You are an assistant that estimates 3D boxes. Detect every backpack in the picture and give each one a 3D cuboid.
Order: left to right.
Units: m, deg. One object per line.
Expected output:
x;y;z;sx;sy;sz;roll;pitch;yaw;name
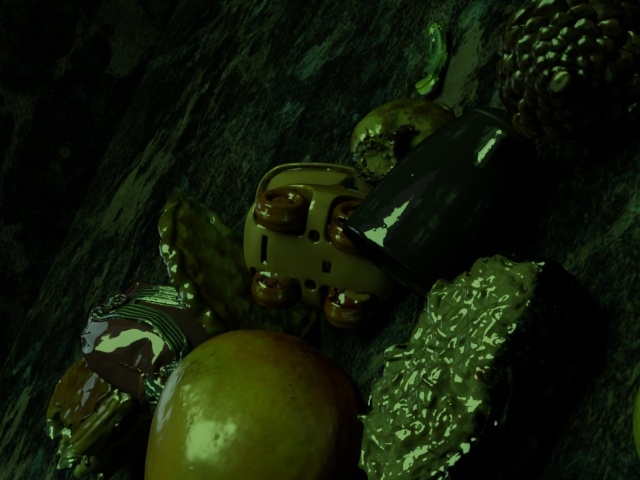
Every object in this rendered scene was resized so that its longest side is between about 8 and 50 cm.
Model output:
-0.273;0.174;2.126;0.317;0.197;0.283;20;49;24;backpack

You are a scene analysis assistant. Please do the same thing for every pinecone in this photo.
0.352;-0.249;1.626;0.224;0.224;0.272;-43;7;27;pinecone

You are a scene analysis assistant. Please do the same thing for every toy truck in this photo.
0.000;0.000;1.923;0.212;0.287;0.204;-54;-28;-59;toy truck

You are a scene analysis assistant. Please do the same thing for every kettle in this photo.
0.194;-0.061;1.738;0.290;0.207;0.268;-53;-4;-7;kettle

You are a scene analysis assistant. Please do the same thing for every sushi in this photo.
0.191;0.172;1.449;0.350;0.170;0.211;-56;26;4;sushi

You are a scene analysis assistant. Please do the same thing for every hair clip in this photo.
0.211;-0.335;2.214;0.060;0.033;0.188;-32;36;47;hair clip

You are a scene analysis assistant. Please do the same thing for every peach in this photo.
-0.099;0.306;1.671;0.372;0.290;0.373;-10;47;11;peach

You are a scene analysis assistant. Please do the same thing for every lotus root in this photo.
0.149;-0.150;1.912;0.314;0.169;0.141;-34;-33;-54;lotus root

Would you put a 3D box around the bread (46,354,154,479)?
-0.411;0.338;2.361;0.370;0.191;0.314;-48;29;30;bread

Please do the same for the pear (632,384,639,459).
0.376;0.162;1.075;0.197;0.197;0.197;-43;27;28;pear

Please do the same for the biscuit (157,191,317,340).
-0.152;0.061;1.977;0.078;0.329;0.335;-39;73;21;biscuit

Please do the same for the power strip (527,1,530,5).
0.377;-0.319;1.873;0.109;0.037;0.279;-55;24;5;power strip
